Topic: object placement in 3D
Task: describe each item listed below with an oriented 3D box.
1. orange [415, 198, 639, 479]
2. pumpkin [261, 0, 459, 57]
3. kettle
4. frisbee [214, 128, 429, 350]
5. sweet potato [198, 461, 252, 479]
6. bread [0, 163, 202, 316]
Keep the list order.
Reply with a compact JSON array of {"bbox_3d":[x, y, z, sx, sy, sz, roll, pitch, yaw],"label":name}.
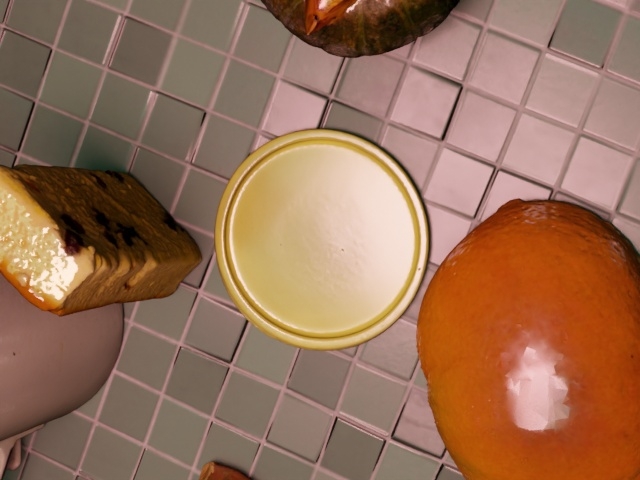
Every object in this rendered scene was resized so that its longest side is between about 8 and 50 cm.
[{"bbox_3d":[0.231,0.140,1.415,0.274,0.274,0.310,-11,125,15],"label":"orange"},{"bbox_3d":[0.036,-0.297,1.376,0.238,0.159,0.238,-1,98,-6],"label":"pumpkin"},{"bbox_3d":[-0.386,0.154,1.423,0.250,0.376,0.361,6,97,13],"label":"kettle"},{"bbox_3d":[0.000,0.000,1.493,0.236,0.017,0.236,2,96,14],"label":"frisbee"},{"bbox_3d":[-0.082,0.280,1.532,0.117,0.049,0.049,27,102,6],"label":"sweet potato"},{"bbox_3d":[-0.225,-0.005,1.372,0.077,0.361,0.138,-44,83,9],"label":"bread"}]
